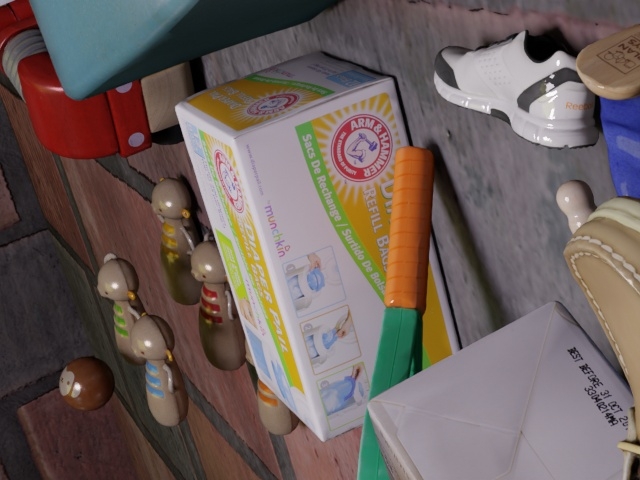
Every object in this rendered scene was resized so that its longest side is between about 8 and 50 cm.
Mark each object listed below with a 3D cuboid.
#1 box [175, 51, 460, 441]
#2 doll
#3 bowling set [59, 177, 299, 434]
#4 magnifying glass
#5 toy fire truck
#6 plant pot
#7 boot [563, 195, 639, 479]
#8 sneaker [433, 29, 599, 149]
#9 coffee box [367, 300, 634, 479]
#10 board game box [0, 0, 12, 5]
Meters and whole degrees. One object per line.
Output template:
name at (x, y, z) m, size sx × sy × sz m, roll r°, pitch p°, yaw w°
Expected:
box at (0.000, 0.000, 0.801) m, size 0.114 × 0.103 × 0.203 m, roll 32°, pitch 141°, yaw 63°
doll at (0.135, 0.008, 0.500) m, size 0.129 × 0.046 × 0.189 m, roll 37°, pitch 153°, yaw 43°
bowling set at (-0.156, 0.086, 1.244) m, size 0.287 × 0.200 × 0.154 m, roll 45°, pitch 151°, yaw 43°
magnifying glass at (0.041, 0.062, 0.690) m, size 0.092 × 0.026 × 0.230 m, roll 56°, pitch -141°, yaw -68°
toy fire truck at (-0.253, -0.164, 1.117) m, size 0.217 × 0.246 × 0.158 m, roll 52°, pitch 158°, yaw 41°
plant pot at (-0.050, -0.188, 0.639) m, size 0.234 × 0.166 × 0.165 m, roll -8°, pitch 104°, yaw 65°
boot at (0.097, 0.109, 0.427) m, size 0.213 × 0.165 × 0.077 m, roll 60°, pitch 174°, yaw 0°
sneaker at (0.087, -0.074, 0.572) m, size 0.109 × 0.040 × 0.043 m, roll 34°, pitch 127°, yaw 55°
coffee box at (0.111, 0.159, 0.602) m, size 0.141 × 0.098 × 0.246 m, roll 57°, pitch 171°, yaw 35°
board game box at (-0.263, -0.365, 0.812) m, size 0.318 × 0.066 × 0.318 m, roll 88°, pitch 157°, yaw -66°
